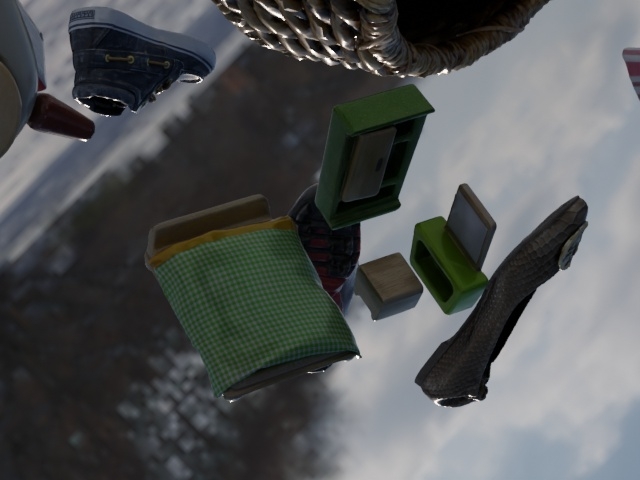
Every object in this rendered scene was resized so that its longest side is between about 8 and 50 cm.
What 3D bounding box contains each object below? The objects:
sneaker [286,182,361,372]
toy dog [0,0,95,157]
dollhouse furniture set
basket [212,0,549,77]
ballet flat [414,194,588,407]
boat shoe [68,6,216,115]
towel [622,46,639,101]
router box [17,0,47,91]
[{"bbox_3d":[-0.003,0.020,2.261,0.135,0.097,0.276,-76,176,-45],"label":"sneaker"},{"bbox_3d":[-0.212,-0.184,1.305,0.220,0.161,0.333,46,-54,52],"label":"toy dog"},{"bbox_3d":[0.000,0.000,1.929,0.301,0.197,0.151,-18,147,-26],"label":"dollhouse furniture set"},{"bbox_3d":[0.084,-0.195,1.117,0.299,0.223,0.213,-8,105,-68],"label":"basket"},{"bbox_3d":[0.162,0.059,1.681,0.084,0.058,0.250,-28,158,-52],"label":"ballet flat"},{"bbox_3d":[-0.161,-0.146,1.769,0.065,0.083,0.183,-5,169,34],"label":"boat shoe"},{"bbox_3d":[0.397,-0.119,2.027,0.144,0.197,0.029,8,-135,50],"label":"towel"},{"bbox_3d":[-0.496,-0.243,2.150,0.301,0.082,0.335,-14,151,9],"label":"router box"}]
